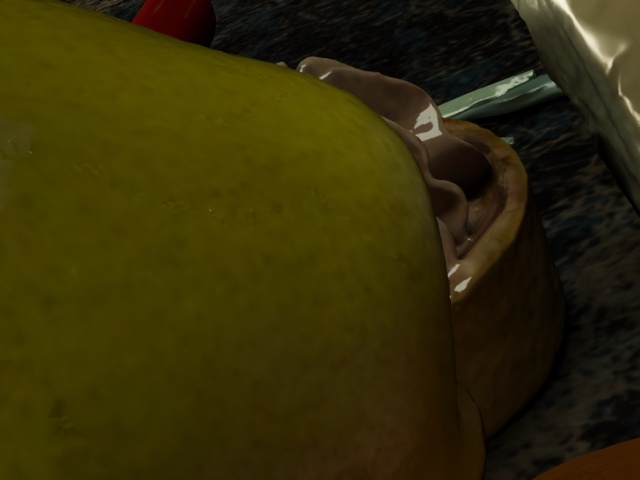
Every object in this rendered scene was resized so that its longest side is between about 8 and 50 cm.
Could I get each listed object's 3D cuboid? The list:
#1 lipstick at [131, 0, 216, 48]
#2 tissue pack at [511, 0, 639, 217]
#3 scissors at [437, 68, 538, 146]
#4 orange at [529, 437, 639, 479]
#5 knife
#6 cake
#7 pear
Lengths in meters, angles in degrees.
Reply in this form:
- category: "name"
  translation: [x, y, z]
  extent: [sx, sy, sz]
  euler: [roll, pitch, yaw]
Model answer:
- category: "lipstick"
  translation: [-0.136, -0.107, 1.296]
  extent: [0.073, 0.073, 0.279]
  euler: [-18, 25, 19]
- category: "tissue pack"
  translation: [0.235, -0.197, 0.752]
  extent: [0.375, 0.390, 0.195]
  euler: [-36, -21, 10]
- category: "scissors"
  translation: [0.014, -0.048, 1.069]
  extent: [0.248, 0.017, 0.144]
  euler: [-15, 31, 28]
- category: "orange"
  translation: [0.097, 0.184, 0.442]
  extent: [0.274, 0.274, 0.310]
  euler: [-14, 58, 27]
- category: "knife"
  translation: [0.158, -0.096, 1.038]
  extent: [0.210, 0.015, 0.028]
  euler: [-14, 23, 28]
- category: "cake"
  translation: [0.000, 0.000, 0.811]
  extent: [0.185, 0.178, 0.208]
  euler: [-35, 22, -16]
- category: "pear"
  translation: [-0.149, 0.033, 0.590]
  extent: [0.386, 0.191, 0.340]
  euler: [-20, 46, -1]
